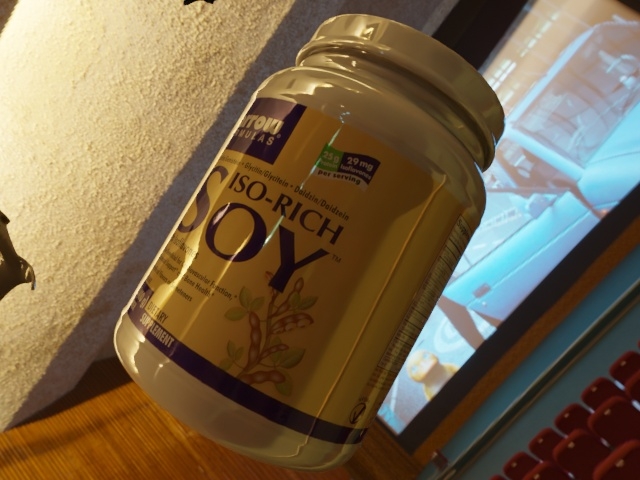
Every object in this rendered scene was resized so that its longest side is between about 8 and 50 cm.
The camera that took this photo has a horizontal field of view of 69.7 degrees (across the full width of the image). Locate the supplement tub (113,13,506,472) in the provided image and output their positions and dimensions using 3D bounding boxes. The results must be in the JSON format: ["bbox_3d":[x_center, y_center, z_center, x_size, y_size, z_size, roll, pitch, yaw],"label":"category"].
[{"bbox_3d":[0.000,0.000,0.427,0.331,0.241,0.241,-61,-15,-5],"label":"supplement tub"}]

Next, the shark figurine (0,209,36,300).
[{"bbox_3d":[-0.414,-0.046,0.481,0.116,0.166,0.278,-20,-37,-11],"label":"shark figurine"}]

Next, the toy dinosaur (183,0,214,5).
[{"bbox_3d":[-0.200,-0.559,0.799,0.321,0.219,0.164,-22,-7,-34],"label":"toy dinosaur"}]
